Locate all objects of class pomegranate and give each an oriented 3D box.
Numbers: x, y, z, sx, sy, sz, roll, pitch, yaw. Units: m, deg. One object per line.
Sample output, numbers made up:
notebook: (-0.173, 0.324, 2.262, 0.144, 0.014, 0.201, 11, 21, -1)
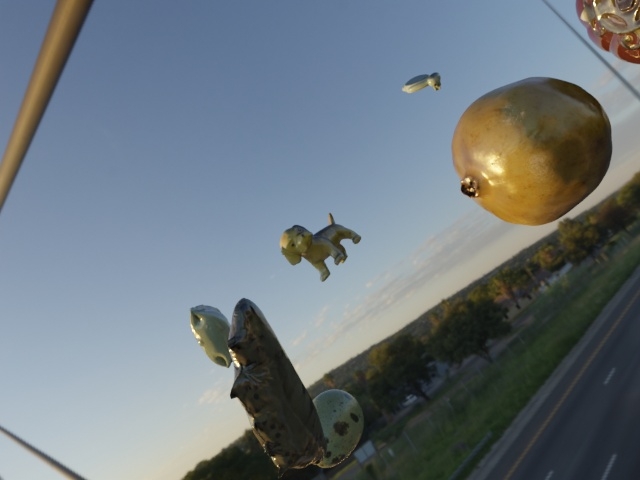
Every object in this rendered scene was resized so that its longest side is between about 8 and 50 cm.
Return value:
pomegranate: (0.314, -0.137, 0.685, 0.233, 0.233, 0.233, -31, -16, -10)

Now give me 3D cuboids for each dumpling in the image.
dumpling: (-0.312, 0.263, 1.309, 0.104, 0.217, 0.149, -35, 23, -17)

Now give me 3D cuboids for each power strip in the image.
power strip: (0.205, -0.310, 0.903, 0.083, 0.035, 0.055, 4, 44, 49)

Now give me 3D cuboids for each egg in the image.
egg: (0.035, 0.556, 1.341, 0.177, 0.177, 0.228, -49, 9, 42)

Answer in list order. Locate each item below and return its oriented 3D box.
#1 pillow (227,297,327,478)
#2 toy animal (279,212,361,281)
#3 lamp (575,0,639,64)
pillow: (-0.052, 0.182, 0.506, 0.051, 0.241, 0.093, -8, 26, 32)
toy animal: (0.003, 0.013, 1.285, 0.233, 0.169, 0.121, -23, -25, -44)
lamp: (0.598, -0.456, 0.769, 0.257, 0.303, 0.303, -33, -15, -16)
